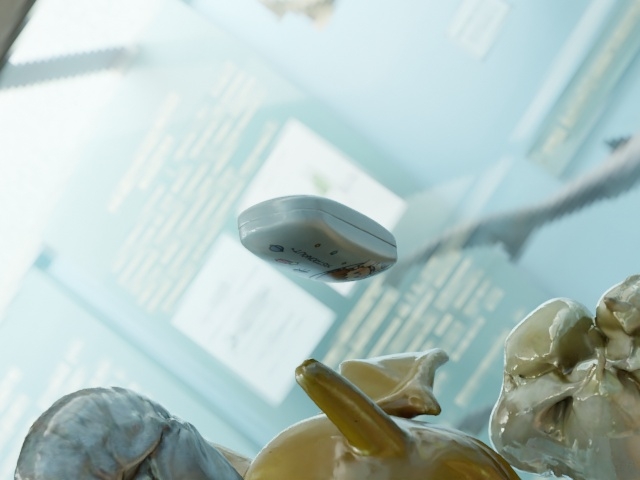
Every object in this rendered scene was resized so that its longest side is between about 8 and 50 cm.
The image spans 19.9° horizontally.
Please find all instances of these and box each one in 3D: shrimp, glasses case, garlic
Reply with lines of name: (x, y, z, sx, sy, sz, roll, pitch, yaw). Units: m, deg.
shrimp: (-0.064, 0.221, 1.142, 0.116, 0.343, 0.145, -26, 34, 29)
glasses case: (0.000, 0.000, 1.358, 0.067, 0.045, 0.178, -15, -17, 22)
garlic: (0.269, 0.114, 1.541, 0.281, 0.185, 0.203, -25, -16, 11)

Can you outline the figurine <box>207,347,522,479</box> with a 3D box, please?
figurine: (-0.016, 0.238, 1.459, 0.401, 0.268, 0.387, -10, -6, -26)
